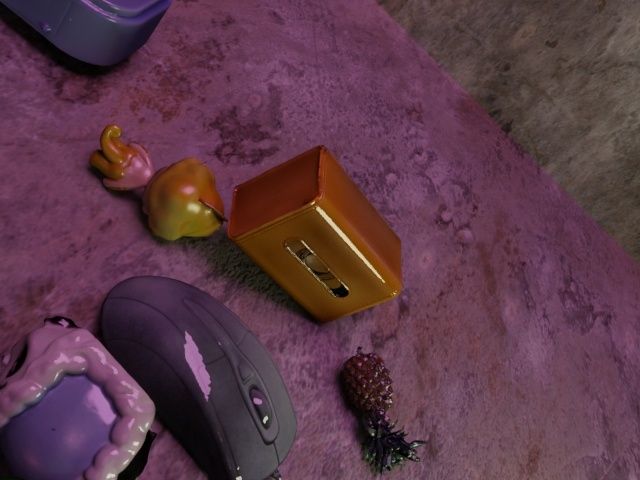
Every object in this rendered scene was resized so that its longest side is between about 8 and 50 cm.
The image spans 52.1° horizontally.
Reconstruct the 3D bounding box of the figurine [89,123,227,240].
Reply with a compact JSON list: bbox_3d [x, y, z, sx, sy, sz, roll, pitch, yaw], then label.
[{"bbox_3d":[-0.263,-0.091,1.094,0.246,0.131,0.156,29,76,-6],"label":"figurine"}]

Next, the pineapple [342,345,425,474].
[{"bbox_3d":[0.102,0.286,1.133,0.103,0.083,0.221,8,52,-41],"label":"pineapple"}]

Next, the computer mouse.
[{"bbox_3d":[-0.156,0.188,0.937,0.371,0.122,0.188,52,36,1],"label":"computer mouse"}]

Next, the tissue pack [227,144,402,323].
[{"bbox_3d":[0.000,0.000,1.146,0.274,0.194,0.145,46,30,-37],"label":"tissue pack"}]

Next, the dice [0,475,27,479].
[{"bbox_3d":[-0.259,0.379,0.481,0.287,0.297,0.300,38,35,-16],"label":"dice"}]

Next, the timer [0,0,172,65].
[{"bbox_3d":[-0.467,-0.526,1.259,0.395,0.173,0.394,26,40,-24],"label":"timer"}]

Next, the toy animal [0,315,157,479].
[{"bbox_3d":[-0.286,0.201,0.733,0.204,0.208,0.156,46,60,-2],"label":"toy animal"}]
